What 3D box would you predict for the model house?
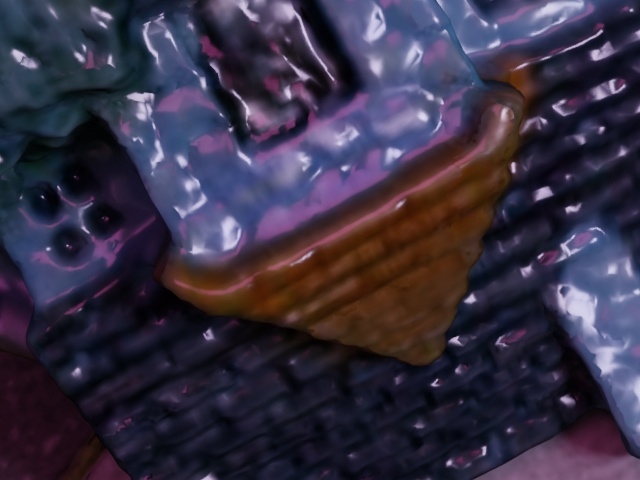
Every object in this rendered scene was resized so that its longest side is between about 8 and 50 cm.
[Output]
[{"bbox_3d":[0.000,0.000,0.624,0.261,0.226,0.241,-29,88,2],"label":"model house"}]
